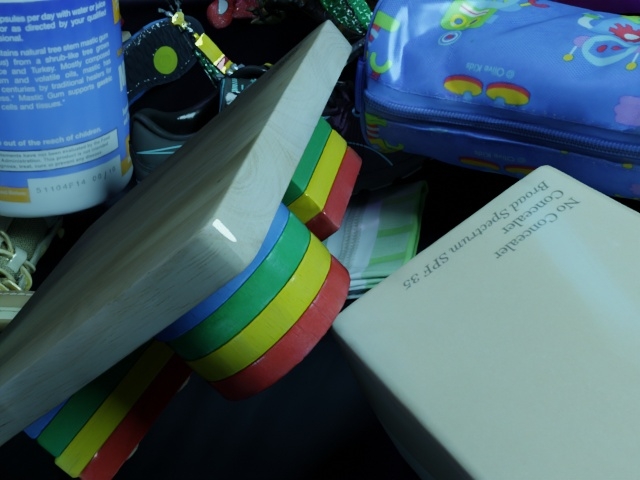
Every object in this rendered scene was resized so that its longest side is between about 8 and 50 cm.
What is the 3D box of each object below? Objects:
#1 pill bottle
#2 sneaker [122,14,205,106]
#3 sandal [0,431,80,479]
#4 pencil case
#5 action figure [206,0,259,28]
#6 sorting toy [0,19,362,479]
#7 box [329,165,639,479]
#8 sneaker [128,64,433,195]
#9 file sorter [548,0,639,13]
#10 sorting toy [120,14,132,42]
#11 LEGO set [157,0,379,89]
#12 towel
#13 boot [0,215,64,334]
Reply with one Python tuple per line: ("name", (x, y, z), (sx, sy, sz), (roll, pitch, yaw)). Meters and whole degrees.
("pill bottle", (-0.236, -0.168, 0.667), (0.152, 0.272, 0.152), (2, 31, -1))
("sneaker", (-0.225, -0.191, 0.945), (0.209, 0.069, 0.082), (-44, 36, -20))
("sandal", (-0.185, 0.209, 0.417), (0.167, 0.107, 0.446), (-33, 36, -7))
("pencil case", (0.161, -0.081, 0.492), (0.306, 0.119, 0.133), (19, 32, 33))
("action figure", (-0.048, -0.367, 0.990), (0.280, 0.139, 0.091), (-47, 39, -19))
("sorting toy", (-0.080, 0.022, 0.482), (0.257, 0.089, 0.255), (-35, 19, 28))
("box", (0.149, 0.106, 0.317), (0.148, 0.121, 0.311), (-36, 37, -10))
("sneaker", (-0.017, -0.084, 0.635), (0.267, 0.106, 0.101), (-20, 26, -5))
("file sorter", (0.208, -0.303, 0.611), (0.202, 0.182, 0.291), (-40, 17, 2))
("sorting toy", (-0.311, -0.195, 1.021), (0.132, 0.046, 0.274), (12, 52, 40))
("LEGO set", (-0.031, -0.253, 0.686), (0.255, 0.331, 0.192), (-29, 7, -22))
("towel", (0.000, 0.000, 0.617), (0.152, 0.023, 0.113), (-9, 42, 24))
("boot", (-0.263, 0.028, 0.697), (0.262, 0.095, 0.203), (-8, 40, 29))
